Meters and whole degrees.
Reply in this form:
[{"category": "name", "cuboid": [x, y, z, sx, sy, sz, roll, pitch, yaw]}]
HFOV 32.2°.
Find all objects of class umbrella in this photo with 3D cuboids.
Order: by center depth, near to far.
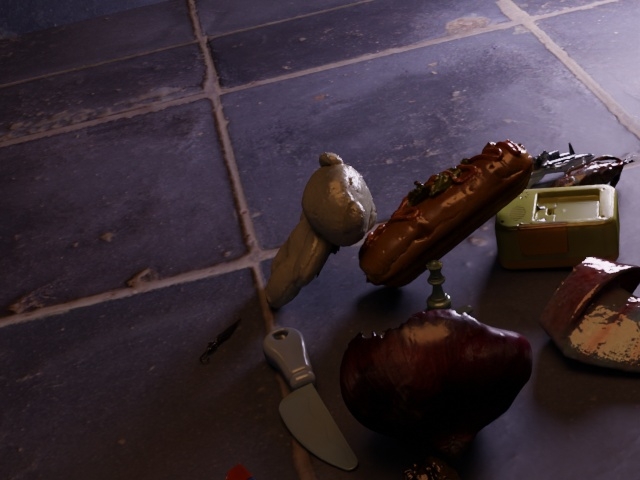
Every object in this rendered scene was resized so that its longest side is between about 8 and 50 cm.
[{"category": "umbrella", "cuboid": [-0.170, 0.165, 1.861, 0.022, 0.013, 0.122, 17, 39, 20]}]

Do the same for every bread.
[{"category": "bread", "cuboid": [0.138, 0.330, 1.449, 0.082, 0.060, 0.113, 18, 41, 43]}]

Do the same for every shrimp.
[{"category": "shrimp", "cuboid": [0.505, -0.117, 2.044, 0.190, 0.074, 0.073, -28, 15, -15]}]

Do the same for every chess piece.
[{"category": "chess piece", "cuboid": [0.191, 0.071, 1.814, 0.042, 0.093, 0.042, -7, 33, 4]}]

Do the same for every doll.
[{"category": "doll", "cuboid": [0.001, -0.003, 1.895, 0.149, 0.278, 0.175, 8, 43, -40]}]

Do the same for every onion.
[{"category": "onion", "cuboid": [0.162, 0.209, 1.514, 0.272, 0.272, 0.195, -8, 69, 7]}]

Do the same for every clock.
[{"category": "clock", "cuboid": [0.405, -0.022, 1.894, 0.202, 0.096, 0.143, -2, 35, 17]}]

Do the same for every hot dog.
[{"category": "hot dog", "cuboid": [0.202, -0.050, 1.851, 0.349, 0.117, 0.158, -40, -11, 5]}]

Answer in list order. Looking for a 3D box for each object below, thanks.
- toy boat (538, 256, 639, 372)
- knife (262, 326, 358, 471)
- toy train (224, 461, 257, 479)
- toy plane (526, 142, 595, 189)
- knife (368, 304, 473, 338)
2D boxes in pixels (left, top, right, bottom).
[{"category": "toy boat", "cuboid": [0.479, 0.138, 1.647, 0.282, 0.096, 0.206, 30, 56, 31]}, {"category": "knife", "cuboid": [-0.027, 0.241, 1.676, 0.080, 0.044, 0.331, -16, 35, -8]}, {"category": "toy train", "cuboid": [-0.027, 0.416, 1.341, 0.089, 0.086, 0.409, -27, 35, -21]}, {"category": "toy plane", "cuboid": [0.430, -0.146, 2.104, 0.234, 0.082, 0.160, -30, 9, -28]}, {"category": "knife", "cuboid": [0.148, 0.144, 1.788, 0.210, 0.015, 0.028, -18, 39, -10]}]
